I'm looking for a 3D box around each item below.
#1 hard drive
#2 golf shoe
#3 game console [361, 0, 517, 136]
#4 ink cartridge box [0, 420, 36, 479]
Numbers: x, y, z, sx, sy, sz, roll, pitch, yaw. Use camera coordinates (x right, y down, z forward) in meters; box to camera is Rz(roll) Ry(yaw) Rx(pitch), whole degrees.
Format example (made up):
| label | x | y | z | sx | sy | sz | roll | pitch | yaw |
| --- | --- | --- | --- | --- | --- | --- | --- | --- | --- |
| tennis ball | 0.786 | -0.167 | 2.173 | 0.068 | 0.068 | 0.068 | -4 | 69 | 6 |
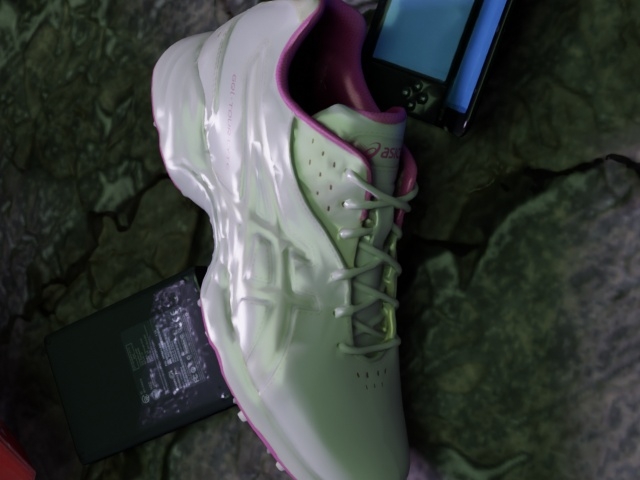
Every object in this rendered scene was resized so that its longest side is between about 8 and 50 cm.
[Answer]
| label | x | y | z | sx | sy | sz | roll | pitch | yaw |
| --- | --- | --- | --- | --- | --- | --- | --- | --- | --- |
| hard drive | -0.119 | 0.085 | 0.810 | 0.135 | 0.022 | 0.094 | -24 | 78 | 24 |
| golf shoe | 0.000 | 0.000 | 0.693 | 0.140 | 0.115 | 0.306 | -26 | 78 | 35 |
| game console | 0.069 | -0.130 | 0.696 | 0.107 | 0.071 | 0.122 | 24 | 98 | 25 |
| ink cartridge box | -0.349 | 0.111 | 0.759 | 0.197 | 0.114 | 0.273 | -43 | 111 | -12 |
